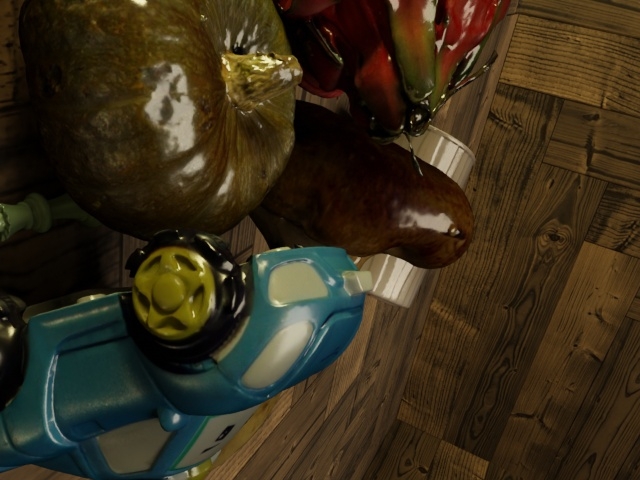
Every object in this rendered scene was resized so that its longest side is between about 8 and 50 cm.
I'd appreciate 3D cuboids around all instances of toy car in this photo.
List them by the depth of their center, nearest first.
[{"bbox_3d":[-0.108,0.093,0.425,0.198,0.314,0.166,7,68,-72],"label":"toy car"}]

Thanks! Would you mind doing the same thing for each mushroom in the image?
[{"bbox_3d":[0.005,-0.037,0.628,0.254,0.267,0.267,-38,170,20],"label":"mushroom"}]

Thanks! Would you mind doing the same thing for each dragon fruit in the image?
[{"bbox_3d":[0.048,-0.194,0.496,0.234,0.233,0.293,19,66,-71],"label":"dragon fruit"}]

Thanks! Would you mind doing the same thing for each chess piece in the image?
[{"bbox_3d":[-0.197,-0.022,0.423,0.093,0.042,0.042,-25,133,-57],"label":"chess piece"}]

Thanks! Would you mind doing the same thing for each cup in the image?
[{"bbox_3d":[0.084,-0.057,0.962,0.208,0.288,0.273,24,87,-35],"label":"cup"}]

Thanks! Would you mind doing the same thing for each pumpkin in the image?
[{"bbox_3d":[-0.089,-0.103,0.411,0.219,0.162,0.219,1,90,-69],"label":"pumpkin"}]

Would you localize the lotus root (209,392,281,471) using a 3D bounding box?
[{"bbox_3d":[-0.109,0.140,0.667,0.284,0.146,0.160,-54,171,-42],"label":"lotus root"}]
